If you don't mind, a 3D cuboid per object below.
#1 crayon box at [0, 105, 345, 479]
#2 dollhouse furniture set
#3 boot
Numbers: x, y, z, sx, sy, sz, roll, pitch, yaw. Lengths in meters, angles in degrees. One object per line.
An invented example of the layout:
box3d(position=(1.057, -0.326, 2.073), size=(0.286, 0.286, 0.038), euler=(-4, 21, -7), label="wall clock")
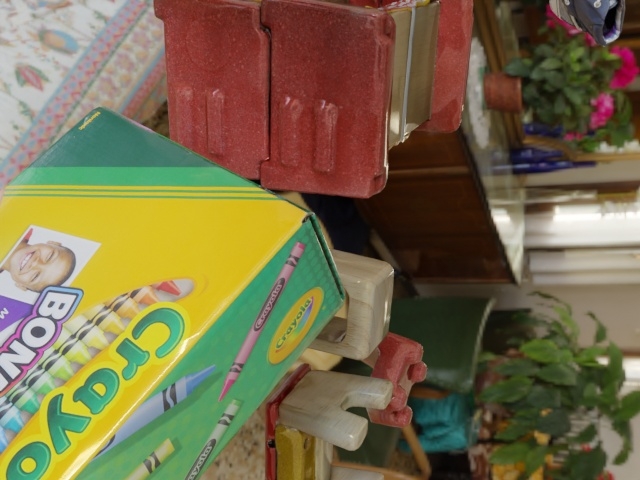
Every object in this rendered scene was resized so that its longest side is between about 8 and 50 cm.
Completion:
box3d(position=(-0.139, 0.074, 0.365), size=(0.278, 0.165, 0.081), euler=(-49, 146, -20), label="crayon box")
box3d(position=(0.000, 0.000, 0.566), size=(0.201, 0.152, 0.374), euler=(-37, 134, -59), label="dollhouse furniture set")
box3d(position=(0.300, -0.301, 0.837), size=(0.086, 0.069, 0.190), euler=(52, 3, 32), label="boot")
